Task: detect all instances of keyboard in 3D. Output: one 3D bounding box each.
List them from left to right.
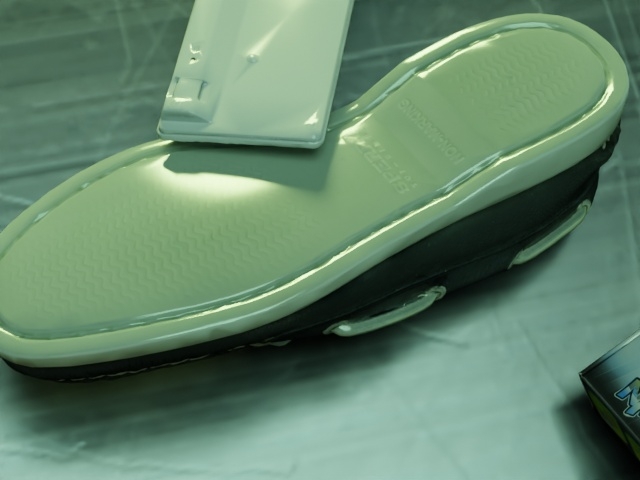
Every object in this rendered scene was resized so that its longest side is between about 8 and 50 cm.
[{"bbox_3d":[-0.015,-0.138,0.735,0.072,0.014,0.256,8,51,4],"label":"keyboard"}]

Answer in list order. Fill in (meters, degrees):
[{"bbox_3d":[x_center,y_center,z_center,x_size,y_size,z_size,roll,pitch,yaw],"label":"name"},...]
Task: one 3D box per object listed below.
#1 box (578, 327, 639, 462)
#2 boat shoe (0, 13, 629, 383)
[{"bbox_3d":[0.212,0.098,0.641,0.114,0.036,0.207,-35,50,-3],"label":"box"},{"bbox_3d":[0.000,0.000,0.682,0.302,0.091,0.114,-19,52,-12],"label":"boat shoe"}]
